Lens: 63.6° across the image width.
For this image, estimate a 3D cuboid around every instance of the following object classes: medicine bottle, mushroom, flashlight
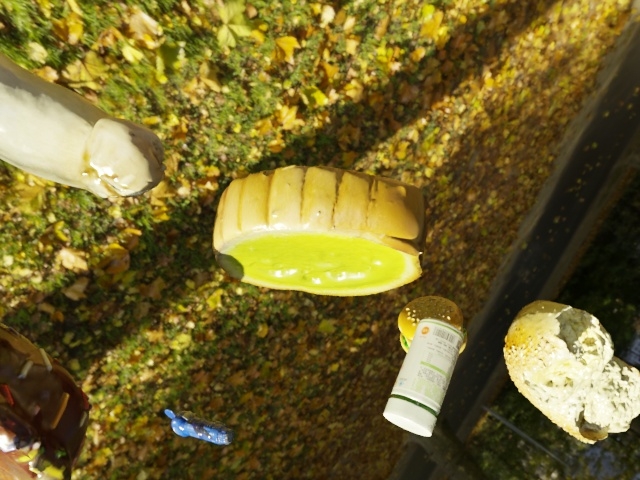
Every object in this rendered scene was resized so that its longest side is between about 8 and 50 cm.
[{"bbox_3d":[0.181,0.232,0.892,0.183,0.086,0.086,-62,156,-25],"label":"medicine bottle"},{"bbox_3d":[-0.383,-0.171,0.665,0.177,0.397,0.126,-47,-168,50],"label":"mushroom"},{"bbox_3d":[-0.178,0.276,0.767,0.035,0.121,0.057,-50,131,-46],"label":"flashlight"}]

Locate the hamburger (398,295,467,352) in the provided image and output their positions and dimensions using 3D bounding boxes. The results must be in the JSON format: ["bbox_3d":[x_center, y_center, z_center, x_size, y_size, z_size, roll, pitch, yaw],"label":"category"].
[{"bbox_3d":[0.257,0.202,1.183,0.162,0.162,0.115,-38,130,-30],"label":"hamburger"}]

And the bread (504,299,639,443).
[{"bbox_3d":[0.421,0.216,0.918,0.171,0.192,0.314,-48,123,-2],"label":"bread"}]

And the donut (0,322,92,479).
[{"bbox_3d":[-0.307,0.143,0.461,0.096,0.216,0.230,-68,171,-47],"label":"donut"}]

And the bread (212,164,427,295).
[{"bbox_3d":[0.000,0.000,0.554,0.236,0.236,0.070,51,39,-61],"label":"bread"}]
